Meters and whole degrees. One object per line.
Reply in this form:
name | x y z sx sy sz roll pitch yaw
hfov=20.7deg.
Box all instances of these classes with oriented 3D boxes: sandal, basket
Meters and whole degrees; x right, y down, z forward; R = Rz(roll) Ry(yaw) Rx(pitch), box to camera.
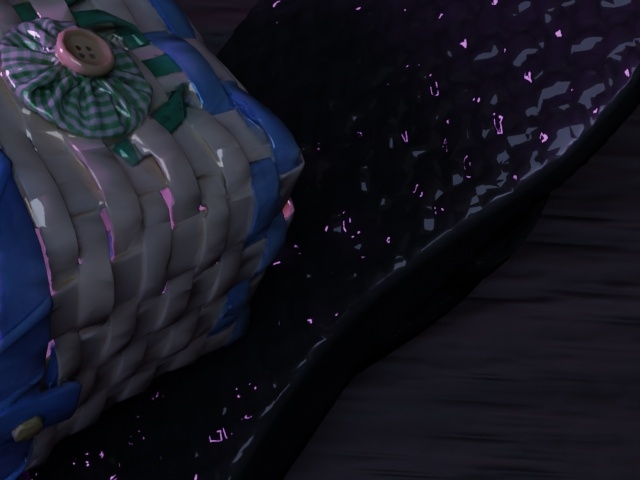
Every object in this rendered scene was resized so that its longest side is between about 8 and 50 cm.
sandal | -0.003 0.000 0.807 0.446 0.107 0.167 -48 65 6
basket | -0.177 -0.020 0.671 0.289 0.201 0.254 -26 64 -26

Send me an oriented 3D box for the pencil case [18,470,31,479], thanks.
pencil case | -0.122 0.146 0.706 0.070 0.064 0.152 -38 45 -7
